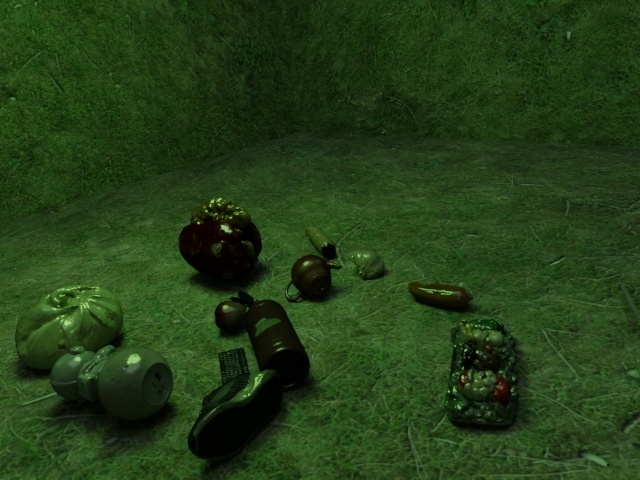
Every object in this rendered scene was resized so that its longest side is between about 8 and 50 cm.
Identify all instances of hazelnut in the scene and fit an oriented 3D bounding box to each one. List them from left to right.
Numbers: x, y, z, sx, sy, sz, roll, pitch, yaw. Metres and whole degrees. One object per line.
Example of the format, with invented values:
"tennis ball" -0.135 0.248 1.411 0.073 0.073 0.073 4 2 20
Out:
"hazelnut" -0.223 0.187 1.429 0.087 0.086 0.086 -7 21 3

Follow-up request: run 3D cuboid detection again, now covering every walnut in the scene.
"walnut" -0.311 -0.004 1.728 0.269 0.243 0.222 1 23 32

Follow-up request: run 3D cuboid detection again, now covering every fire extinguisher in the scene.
"fire extinguisher" -0.128 0.199 1.295 0.138 0.102 0.344 25 10 -23

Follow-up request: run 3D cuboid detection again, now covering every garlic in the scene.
"garlic" 0.130 0.061 1.640 0.113 0.074 0.094 17 18 17

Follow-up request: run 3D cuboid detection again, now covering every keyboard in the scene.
"keyboard" -0.183 0.289 1.233 0.061 0.013 0.204 -12 21 -10

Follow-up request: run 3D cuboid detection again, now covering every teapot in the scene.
"teapot" -0.021 0.107 1.547 0.173 0.116 0.116 -36 23 0

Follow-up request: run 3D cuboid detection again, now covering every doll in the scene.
"doll" -0.439 0.284 1.172 0.288 0.150 0.151 -1 21 28

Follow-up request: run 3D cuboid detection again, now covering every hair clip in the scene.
"hair clip" 0.315 0.226 1.112 0.139 0.091 0.321 1 23 14

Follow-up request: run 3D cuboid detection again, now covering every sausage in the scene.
"sausage" 0.291 0.134 1.419 0.183 0.054 0.062 6 -7 37

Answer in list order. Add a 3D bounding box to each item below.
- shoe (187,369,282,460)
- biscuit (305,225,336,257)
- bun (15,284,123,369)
"shoe" -0.169 0.315 1.060 0.112 0.099 0.228 0 19 39
"biscuit" 0.000 0.000 1.865 0.055 0.061 0.219 -54 21 5
"bun" -0.631 0.197 1.435 0.260 0.159 0.259 -10 19 3
